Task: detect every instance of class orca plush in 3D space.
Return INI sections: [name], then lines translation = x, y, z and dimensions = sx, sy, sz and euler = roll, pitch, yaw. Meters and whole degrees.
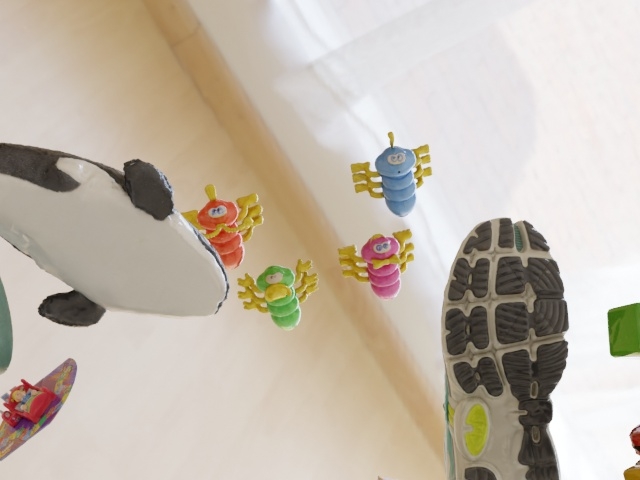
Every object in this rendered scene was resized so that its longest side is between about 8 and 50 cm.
[orca plush]
translation = -0.214, -0.017, 0.949
dimensions = 0.287, 0.151, 0.102
euler = 9, 20, -15

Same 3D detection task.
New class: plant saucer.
[plant saucer]
translation = -0.272, 0.049, 0.886
dimensions = 0.021, 0.119, 0.119
euler = -16, 85, -36

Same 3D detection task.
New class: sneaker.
[sneaker]
translation = 0.133, 0.118, 0.947
dimensions = 0.107, 0.110, 0.275
euler = 4, 89, -13

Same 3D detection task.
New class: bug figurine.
[bug figurine]
translation = 0.000, 0.000, 1.229
dimensions = 0.072, 0.279, 0.216
euler = -107, 180, -48

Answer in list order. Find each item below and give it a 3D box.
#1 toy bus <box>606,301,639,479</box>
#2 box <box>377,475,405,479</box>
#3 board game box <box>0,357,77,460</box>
[toy bus]
translation = 0.241, 0.109, 0.571
dimensions = 0.191, 0.104, 0.202
euler = 20, 71, -18
[box]
translation = 0.122, 0.369, 1.567
dimensions = 0.028, 0.136, 0.081
euler = -104, -155, -83
[board game box]
translation = -0.403, 0.223, 1.577
dimensions = 0.033, 0.169, 0.133
euler = 43, 23, -25
